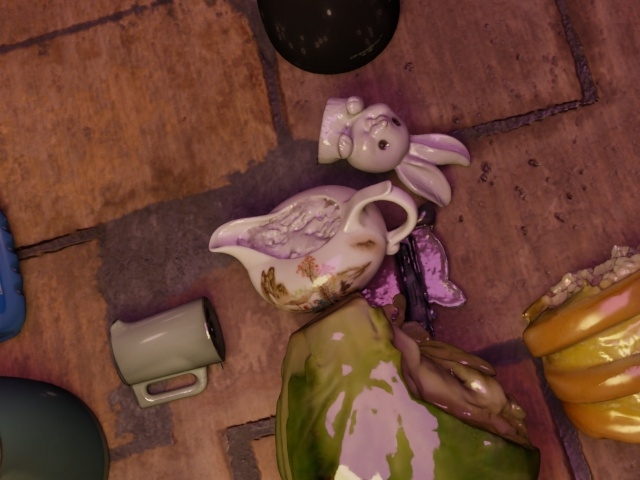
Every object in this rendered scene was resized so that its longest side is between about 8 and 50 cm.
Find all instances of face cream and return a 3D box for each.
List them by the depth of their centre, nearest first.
[{"bbox_3d":[-0.524,0.025,1.842,0.149,0.083,0.263,-16,77,2],"label":"face cream"}]

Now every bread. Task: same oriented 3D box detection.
[{"bbox_3d":[0.440,0.127,1.646,0.316,0.211,0.270,-26,78,4],"label":"bread"}]

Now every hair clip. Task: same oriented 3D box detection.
[{"bbox_3d":[0.122,0.055,1.784,0.146,0.056,0.187,-18,68,4],"label":"hair clip"}]

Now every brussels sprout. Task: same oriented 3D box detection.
[{"bbox_3d":[0.089,0.257,1.618,0.315,0.276,0.371,-41,84,6],"label":"brussels sprout"}]

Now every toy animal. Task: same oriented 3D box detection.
[{"bbox_3d":[0.106,-0.135,1.784,0.221,0.130,0.103,16,66,7],"label":"toy animal"}]

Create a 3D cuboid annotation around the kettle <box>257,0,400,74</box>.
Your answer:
[{"bbox_3d":[0.029,-0.394,1.761,0.268,0.290,0.207,-29,76,-1],"label":"kettle"}]

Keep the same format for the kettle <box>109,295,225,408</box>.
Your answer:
[{"bbox_3d":[-0.216,0.156,1.785,0.148,0.126,0.098,-18,45,5],"label":"kettle"}]

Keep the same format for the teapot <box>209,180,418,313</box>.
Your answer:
[{"bbox_3d":[0.000,0.000,1.732,0.298,0.139,0.204,-19,40,17],"label":"teapot"}]

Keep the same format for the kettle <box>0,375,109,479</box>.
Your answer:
[{"bbox_3d":[-0.418,0.321,1.638,0.247,0.342,0.319,-42,78,-4],"label":"kettle"}]
